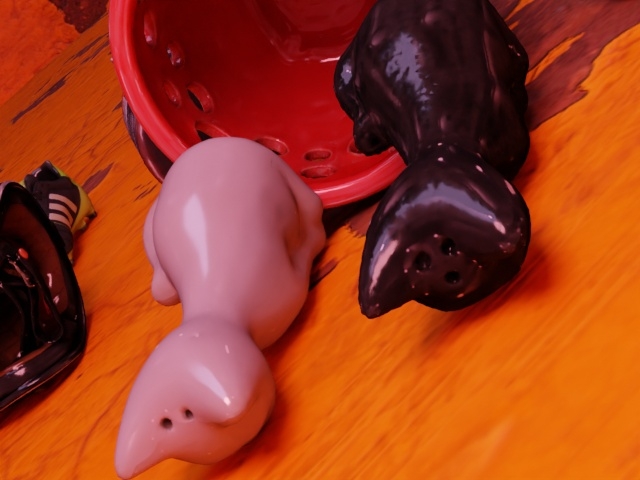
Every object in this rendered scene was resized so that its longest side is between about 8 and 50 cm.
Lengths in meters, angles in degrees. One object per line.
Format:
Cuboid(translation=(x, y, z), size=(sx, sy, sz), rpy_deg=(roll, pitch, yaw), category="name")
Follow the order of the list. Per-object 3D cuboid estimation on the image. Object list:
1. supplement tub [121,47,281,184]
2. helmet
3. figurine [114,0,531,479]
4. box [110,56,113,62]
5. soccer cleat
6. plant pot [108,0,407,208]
Cuboid(translation=(-0.086, -0.092, 0.962), size=(0.106, 0.106, 0.198), rpy_deg=(-41, 17, -1), category="supplement tub")
Cuboid(translation=(-0.250, 0.046, 0.878), size=(0.161, 0.169, 0.169), rpy_deg=(-23, 19, 5), category="helmet")
Cuboid(translation=(0.000, 0.000, 0.598), size=(0.215, 0.092, 0.209), rpy_deg=(-35, 22, 21), category="figurine")
Cuboid(translation=(-0.060, -0.313, 1.468), size=(0.318, 0.097, 0.395), rpy_deg=(-38, 17, 14), category="box")
Cuboid(translation=(-0.238, -0.012, 1.141), size=(0.060, 0.072, 0.179), rpy_deg=(-36, 18, 15), category="soccer cleat")
Cuboid(translation=(-0.008, -0.134, 0.757), size=(0.191, 0.191, 0.174), rpy_deg=(-35, 16, 18), category="plant pot")
